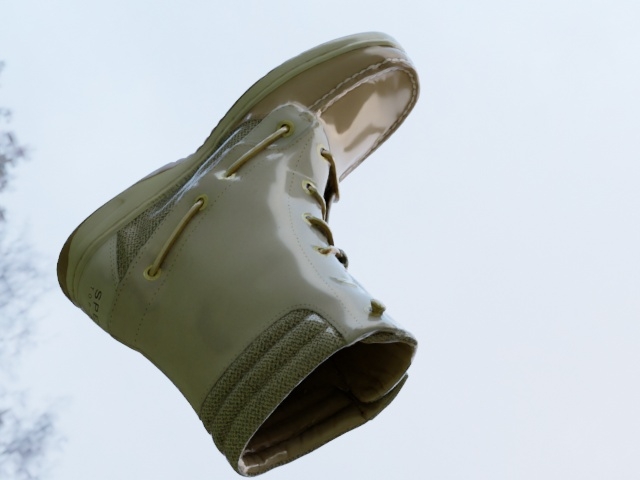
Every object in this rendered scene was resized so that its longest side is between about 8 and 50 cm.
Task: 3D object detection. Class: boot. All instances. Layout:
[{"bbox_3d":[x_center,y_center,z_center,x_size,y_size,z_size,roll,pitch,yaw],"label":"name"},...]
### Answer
[{"bbox_3d":[0.000,0.000,0.809,0.203,0.262,0.095,40,-21,39],"label":"boot"}]
